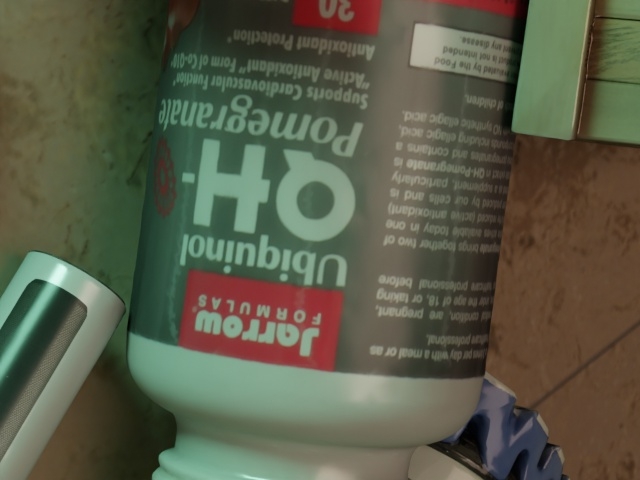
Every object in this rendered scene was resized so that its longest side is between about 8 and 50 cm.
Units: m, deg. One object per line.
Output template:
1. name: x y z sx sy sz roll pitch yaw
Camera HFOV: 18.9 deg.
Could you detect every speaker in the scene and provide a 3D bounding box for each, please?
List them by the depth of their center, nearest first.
1. speaker: -0.147 0.076 0.893 0.055 0.055 0.136 43 69 -38

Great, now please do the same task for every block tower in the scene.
1. block tower: 0.178 -0.093 1.024 0.335 0.097 0.091 -9 106 -73

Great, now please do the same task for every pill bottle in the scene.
1. pill bottle: 0.000 0.000 0.932 0.176 0.176 0.318 5 93 -43

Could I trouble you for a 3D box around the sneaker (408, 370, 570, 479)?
1. sneaker: 0.093 0.218 1.102 0.315 0.127 0.182 46 70 -29
